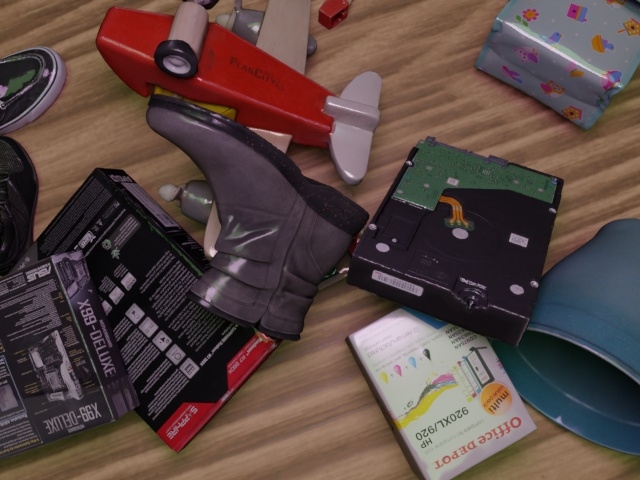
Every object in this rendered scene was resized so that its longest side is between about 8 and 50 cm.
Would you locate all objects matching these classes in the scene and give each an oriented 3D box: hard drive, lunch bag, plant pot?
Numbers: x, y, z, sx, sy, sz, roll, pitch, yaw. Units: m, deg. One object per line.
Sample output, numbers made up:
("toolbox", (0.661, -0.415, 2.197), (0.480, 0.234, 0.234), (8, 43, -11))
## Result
("hard drive", (0.201, -0.017, 1.056), (0.237, 0.064, 0.339), (20, 41, 11))
("lunch bag", (0.407, -0.344, 1.173), (0.223, 0.160, 0.262), (34, 71, 9))
("plant pot", (0.418, 0.116, 1.056), (0.272, 0.271, 0.255), (37, 68, 6))

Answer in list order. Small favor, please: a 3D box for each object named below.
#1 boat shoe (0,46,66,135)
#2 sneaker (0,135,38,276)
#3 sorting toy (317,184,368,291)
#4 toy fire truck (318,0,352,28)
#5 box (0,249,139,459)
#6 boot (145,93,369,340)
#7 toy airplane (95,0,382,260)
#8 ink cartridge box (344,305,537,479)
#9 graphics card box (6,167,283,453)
("boat shoe", (-0.553, -0.222, 1.183), (0.306, 0.105, 0.113), (-27, 82, -4))
("sneaker", (-0.495, -0.063, 1.147), (0.087, 0.130, 0.227), (-2, 79, -2))
("sorting toy", (0.000, 0.000, 1.130), (0.275, 0.046, 0.132), (-25, 78, -1))
("toy fire truck", (0.029, -0.465, 1.248), (0.135, 0.047, 0.192), (39, 82, 6))
("box", (-0.443, 0.179, 1.073), (0.308, 0.076, 0.242), (-22, 90, 15))
("boot", (-0.109, -0.014, 0.933), (0.338, 0.118, 0.222), (32, 88, -25))
("toy airplane", (-0.101, -0.197, 1.120), (0.386, 0.272, 0.384), (-29, 91, -37))
("ink cartridge box", (0.164, 0.203, 1.076), (0.171, 0.168, 0.232), (-28, 82, -5))
("graphics card box", (-0.257, 0.097, 1.109), (0.371, 0.094, 0.232), (42, 101, 6))
